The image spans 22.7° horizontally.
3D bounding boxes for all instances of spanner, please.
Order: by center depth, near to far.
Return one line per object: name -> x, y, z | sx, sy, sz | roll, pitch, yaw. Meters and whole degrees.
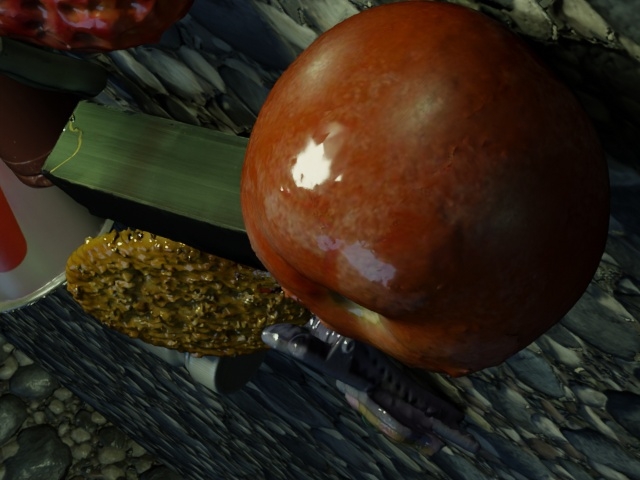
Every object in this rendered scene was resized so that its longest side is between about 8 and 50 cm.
spanner -> -0.275, -0.159, 1.272 | 0.095, 0.040, 0.325 | 31, -171, 18

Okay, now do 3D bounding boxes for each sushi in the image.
sushi -> -0.041, 0.023, 1.351 | 0.047, 0.050, 0.099 | 54, 167, -27

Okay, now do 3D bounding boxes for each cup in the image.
cup -> -0.364, -0.090, 1.637 | 0.203, 0.203, 0.288 | 15, 146, 52

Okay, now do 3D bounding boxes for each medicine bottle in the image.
medicine bottle -> -0.149, 0.092, 1.798 | 0.168, 0.105, 0.105 | 29, 162, 27

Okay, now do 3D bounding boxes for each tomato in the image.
tomato -> 0.063, -0.033, 0.884 | 0.208, 0.184, 0.208 | 28, 164, 9

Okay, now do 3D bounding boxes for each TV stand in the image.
TV stand -> -0.107, -0.044, 1.324 | 0.269, 0.083, 0.088 | 17, 165, 40

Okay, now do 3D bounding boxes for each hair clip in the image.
hair clip -> 0.044, 0.132, 1.537 | 0.278, 0.090, 0.137 | 49, 169, -33

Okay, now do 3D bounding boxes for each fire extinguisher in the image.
fire extinguisher -> -0.309, -0.159, 1.445 | 0.104, 0.105, 0.269 | 23, 158, 39

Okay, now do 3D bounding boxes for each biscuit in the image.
biscuit -> -0.133, 0.059, 1.607 | 0.254, 0.035, 0.254 | 6, 152, 3

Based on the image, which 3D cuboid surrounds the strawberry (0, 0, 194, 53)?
strawberry -> -0.246, -0.215, 1.096 | 0.280, 0.150, 0.253 | 46, 162, -21
